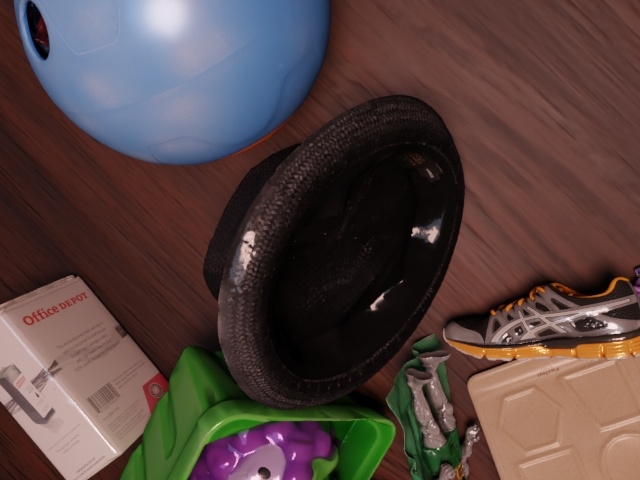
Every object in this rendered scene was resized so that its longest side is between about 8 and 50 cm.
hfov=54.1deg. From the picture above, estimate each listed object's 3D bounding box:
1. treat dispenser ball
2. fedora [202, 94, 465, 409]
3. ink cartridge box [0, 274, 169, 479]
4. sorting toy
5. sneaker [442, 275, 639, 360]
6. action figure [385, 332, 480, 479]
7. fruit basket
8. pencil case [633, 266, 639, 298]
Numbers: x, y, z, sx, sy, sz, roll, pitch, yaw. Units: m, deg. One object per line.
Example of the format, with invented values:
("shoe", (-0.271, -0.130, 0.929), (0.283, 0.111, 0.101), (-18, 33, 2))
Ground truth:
("treat dispenser ball", (-0.134, -0.217, 0.597), (0.288, 0.288, 0.288), (3, 102, 12))
("fedora", (0.000, 0.000, 0.641), (0.152, 0.334, 0.334), (24, 108, 41))
("ink cartridge box", (-0.305, 0.166, 0.780), (0.092, 0.158, 0.218), (-38, 91, 17))
("sorting toy", (0.287, 0.221, 0.690), (0.193, 0.038, 0.208), (-25, 66, 17))
("sneaker", (0.238, 0.086, 0.677), (0.214, 0.084, 0.083), (-7, 86, 27))
("action figure", (0.142, 0.243, 0.724), (0.063, 0.137, 0.232), (-1, 112, 38))
("fruit basket", (-0.057, 0.344, 0.666), (0.392, 0.282, 0.392), (-21, 62, 46))
("pencil case", (0.394, 0.122, 0.648), (0.088, 0.086, 0.206), (-24, 94, -18))
